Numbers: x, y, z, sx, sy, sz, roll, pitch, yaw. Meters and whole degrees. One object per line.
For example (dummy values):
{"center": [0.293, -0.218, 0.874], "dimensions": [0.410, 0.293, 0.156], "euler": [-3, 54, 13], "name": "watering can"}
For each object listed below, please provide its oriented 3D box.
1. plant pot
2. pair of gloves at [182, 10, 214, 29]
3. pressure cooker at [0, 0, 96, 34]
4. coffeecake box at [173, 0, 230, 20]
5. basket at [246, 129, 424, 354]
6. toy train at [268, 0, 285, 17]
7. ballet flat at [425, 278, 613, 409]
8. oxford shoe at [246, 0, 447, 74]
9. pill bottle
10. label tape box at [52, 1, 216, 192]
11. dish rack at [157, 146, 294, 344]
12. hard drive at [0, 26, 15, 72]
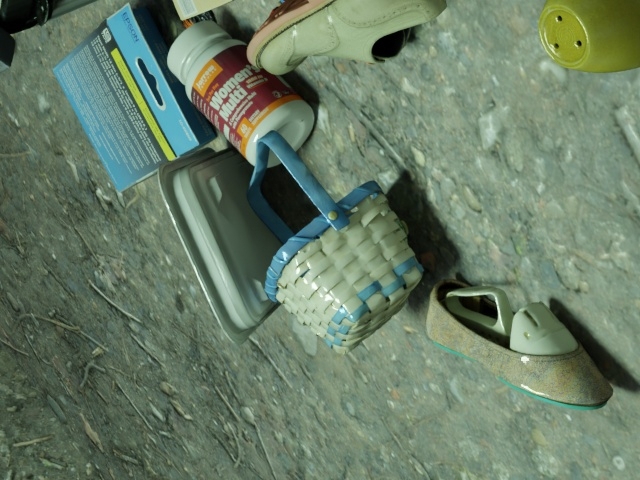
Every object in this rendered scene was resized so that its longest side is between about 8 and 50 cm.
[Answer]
{"center": [0.279, -0.224, 1.368], "dimensions": [0.134, 0.095, 0.134], "euler": [38, 144, 34], "name": "plant pot"}
{"center": [-0.190, -0.342, 2.069], "dimensions": [0.074, 0.010, 0.083], "euler": [53, 147, 14], "name": "pair of gloves"}
{"center": [-0.421, -0.486, 1.883], "dimensions": [0.375, 0.420, 0.370], "euler": [62, 152, -2], "name": "pressure cooker"}
{"center": [-0.087, -0.357, 1.720], "dimensions": [0.142, 0.185, 0.068], "euler": [-5, 111, 58], "name": "coffeecake box"}
{"center": [0.000, 0.000, 1.871], "dimensions": [0.289, 0.201, 0.255], "euler": [47, 164, 8], "name": "basket"}
{"center": [-0.056, -0.313, 1.861], "dimensions": [0.027, 0.036, 0.158], "euler": [53, 149, 13], "name": "toy train"}
{"center": [0.245, 0.122, 1.725], "dimensions": [0.316, 0.108, 0.106], "euler": [21, 119, 47], "name": "ballet flat"}
{"center": [0.022, -0.265, 1.692], "dimensions": [0.146, 0.140, 0.397], "euler": [45, 160, -9], "name": "oxford shoe"}
{"center": [-0.120, -0.217, 1.960], "dimensions": [0.221, 0.121, 0.121], "euler": [46, 147, 23], "name": "pill bottle"}
{"center": [-0.291, -0.243, 2.212], "dimensions": [0.348, 0.115, 0.249], "euler": [-21, 98, 57], "name": "label tape box"}
{"center": [-0.122, -0.011, 2.030], "dimensions": [0.285, 0.072, 0.333], "euler": [66, -167, -5], "name": "dish rack"}
{"center": [-0.543, -0.309, 1.819], "dimensions": [0.255, 0.054, 0.172], "euler": [33, 162, -24], "name": "hard drive"}
